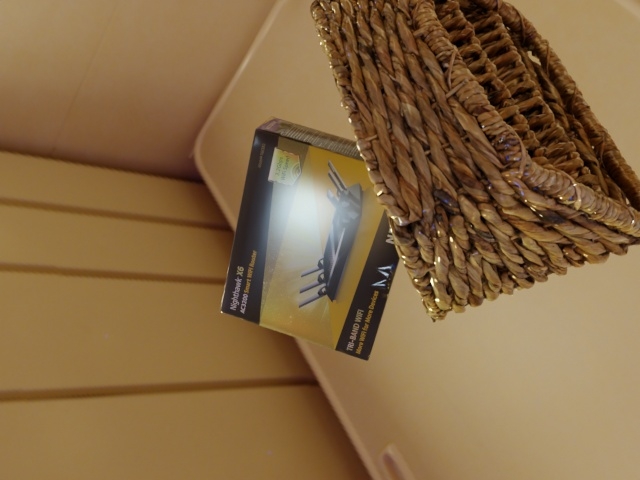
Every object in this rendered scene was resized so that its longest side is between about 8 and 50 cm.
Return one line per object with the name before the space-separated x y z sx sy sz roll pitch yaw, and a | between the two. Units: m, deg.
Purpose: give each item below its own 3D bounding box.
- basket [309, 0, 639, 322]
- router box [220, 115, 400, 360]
basket | 0.137 -0.122 0.657 0.213 0.223 0.299 58 -167 -52
router box | 0.000 0.000 1.116 0.243 0.308 0.081 17 -154 8
